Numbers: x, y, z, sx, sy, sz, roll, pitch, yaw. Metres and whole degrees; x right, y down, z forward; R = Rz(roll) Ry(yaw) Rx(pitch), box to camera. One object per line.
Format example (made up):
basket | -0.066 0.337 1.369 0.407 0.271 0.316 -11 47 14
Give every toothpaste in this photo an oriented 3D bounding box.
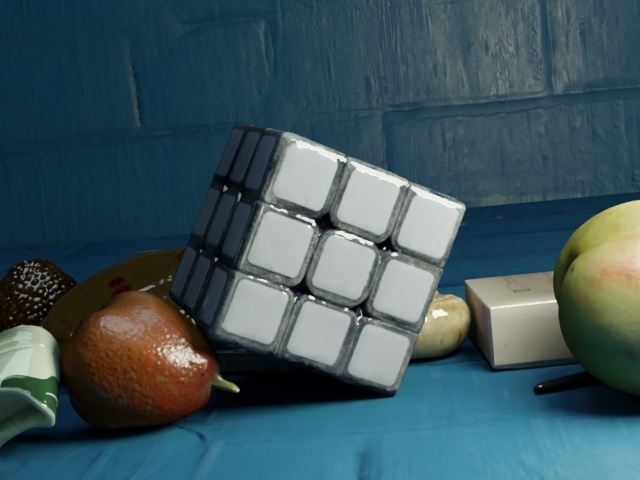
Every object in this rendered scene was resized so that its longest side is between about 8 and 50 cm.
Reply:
toothpaste | -0.133 0.192 1.889 0.196 0.040 0.047 -3 10 19

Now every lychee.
lychee | -0.507 0.133 2.127 0.194 0.194 0.194 -6 8 1

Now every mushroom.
mushroom | 0.154 0.122 1.860 0.166 0.127 0.166 -9 5 1

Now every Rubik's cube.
Rubik's cube | -0.015 0.019 1.727 0.301 0.304 0.305 21 -1 -21

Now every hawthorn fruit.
hawthorn fruit | -0.228 0.175 1.620 0.251 0.199 0.199 11 13 20

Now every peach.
peach | 0.446 0.075 1.518 0.292 0.247 0.292 -2 12 1

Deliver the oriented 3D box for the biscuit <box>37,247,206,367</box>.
biscuit | -0.295 0.129 1.937 0.359 0.074 0.381 -28 28 -12

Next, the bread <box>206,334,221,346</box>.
bread | -0.230 0.165 2.041 0.092 0.074 0.239 2 10 18

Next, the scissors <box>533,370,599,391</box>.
scissors | 0.390 0.185 1.626 0.220 0.017 0.088 -9 12 -21

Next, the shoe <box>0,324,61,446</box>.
shoe | -0.514 0.245 1.564 0.363 0.132 0.160 -20 41 -5

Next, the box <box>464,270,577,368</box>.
box | 0.344 0.120 1.834 0.203 0.106 0.252 -4 9 -1
